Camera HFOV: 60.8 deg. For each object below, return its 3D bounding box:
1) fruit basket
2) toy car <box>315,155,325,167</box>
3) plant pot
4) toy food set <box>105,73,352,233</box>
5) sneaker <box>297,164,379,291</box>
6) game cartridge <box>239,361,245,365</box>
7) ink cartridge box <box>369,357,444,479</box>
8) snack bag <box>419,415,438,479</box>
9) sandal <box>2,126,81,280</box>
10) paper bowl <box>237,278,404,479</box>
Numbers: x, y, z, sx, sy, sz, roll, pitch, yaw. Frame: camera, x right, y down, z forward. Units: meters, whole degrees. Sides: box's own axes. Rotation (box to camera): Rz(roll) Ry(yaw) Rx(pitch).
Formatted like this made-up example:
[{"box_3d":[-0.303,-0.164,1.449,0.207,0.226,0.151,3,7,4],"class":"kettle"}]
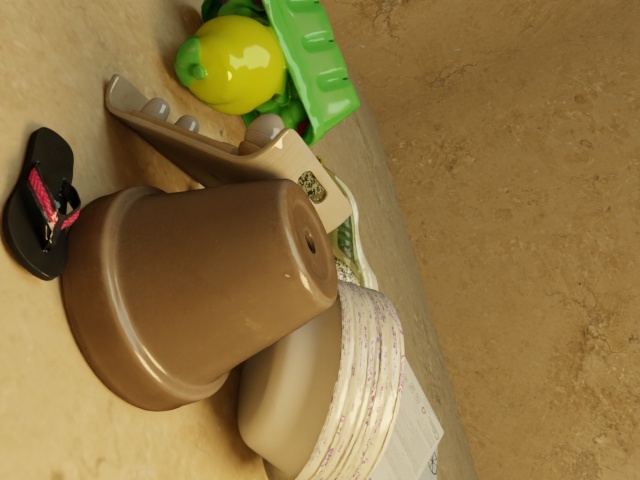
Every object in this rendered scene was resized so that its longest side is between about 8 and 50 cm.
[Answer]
[{"box_3d":[-0.137,-0.331,1.061,0.391,0.283,0.393,3,83,-31],"class":"fruit basket"},{"box_3d":[0.007,-0.103,1.505,0.239,0.053,0.225,-71,139,-65],"class":"toy car"},{"box_3d":[-0.110,0.035,0.625,0.263,0.229,0.263,-20,90,-75],"class":"plant pot"},{"box_3d":[-0.121,-0.124,0.749,0.092,0.306,0.220,-60,150,-9],"class":"toy food set"},{"box_3d":[0.000,0.000,1.234,0.182,0.158,0.411,-3,68,-56],"class":"sneaker"},{"box_3d":[-0.115,0.158,0.853,0.083,0.017,0.056,-5,79,-74],"class":"game cartridge"},{"box_3d":[0.124,0.372,1.183,0.330,0.071,0.324,-29,93,-55],"class":"ink cartridge box"},{"box_3d":[0.210,0.514,1.337,0.323,0.037,0.343,52,33,-30],"class":"snack bag"},{"box_3d":[-0.266,-0.046,0.539,0.067,0.040,0.179,48,27,-54],"class":"sandal"},{"box_3d":[-0.018,0.188,0.743,0.148,0.284,0.284,17,41,-17],"class":"paper bowl"}]
